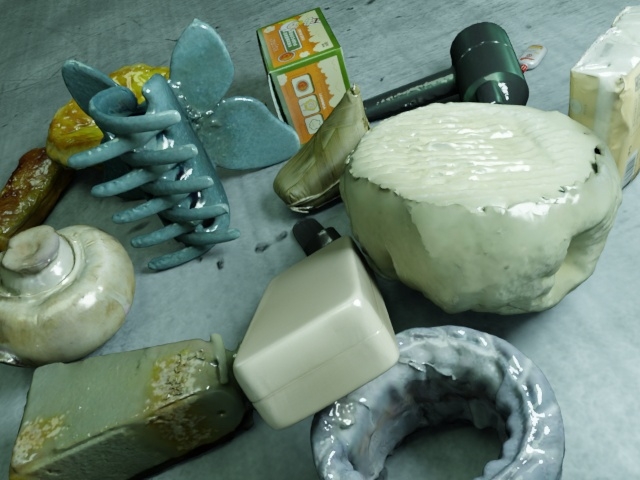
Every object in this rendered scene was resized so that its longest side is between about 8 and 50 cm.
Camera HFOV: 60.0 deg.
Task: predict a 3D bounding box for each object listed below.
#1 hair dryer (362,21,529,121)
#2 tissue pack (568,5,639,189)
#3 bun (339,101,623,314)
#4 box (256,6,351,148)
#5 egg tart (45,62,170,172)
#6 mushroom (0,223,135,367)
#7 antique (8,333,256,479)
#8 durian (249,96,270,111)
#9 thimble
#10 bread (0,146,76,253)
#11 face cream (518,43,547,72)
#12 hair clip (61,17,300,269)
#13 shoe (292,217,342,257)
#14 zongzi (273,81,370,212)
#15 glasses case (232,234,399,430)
[{"bbox_3d":[0.212,-0.247,1.002,0.302,0.116,0.244,-16,44,21],"label":"hair dryer"},{"bbox_3d":[0.416,-0.186,0.773,0.090,0.222,0.186,25,61,39],"label":"tissue pack"},{"bbox_3d":[0.196,-0.038,0.722,0.359,0.211,0.360,-6,35,4],"label":"bun"},{"bbox_3d":[-0.028,-0.315,1.080,0.148,0.178,0.195,-19,45,3],"label":"box"},{"bbox_3d":[-0.412,-0.244,1.183,0.341,0.132,0.341,-10,47,10],"label":"egg tart"},{"bbox_3d":[-0.407,0.083,0.848,0.254,0.184,0.255,-1,41,1],"label":"mushroom"},{"bbox_3d":[-0.217,0.212,0.693,0.284,0.125,0.150,-18,45,3],"label":"antique"},{"bbox_3d":[-0.142,-0.244,1.130,0.110,0.071,0.140,-39,35,-23],"label":"durian"},{"bbox_3d":[0.117,0.214,0.546,0.236,0.172,0.205,-30,43,-12],"label":"thimble"},{"bbox_3d":[-0.625,-0.086,1.153,0.139,0.077,0.271,1,52,24],"label":"bread"},{"bbox_3d":[0.404,-0.348,1.068,0.040,0.021,0.083,21,59,35],"label":"face cream"},{"bbox_3d":[-0.246,-0.141,0.908,0.391,0.318,0.238,-12,48,6],"label":"hair clip"},{"bbox_3d":[0.000,0.000,0.868,0.062,0.053,0.159,-30,43,-14],"label":"shoe"},{"bbox_3d":[0.003,-0.145,0.900,0.194,0.197,0.099,-30,56,-5],"label":"zongzi"},{"bbox_3d":[-0.001,0.082,0.638,0.144,0.076,0.336,-31,8,7],"label":"glasses case"}]
